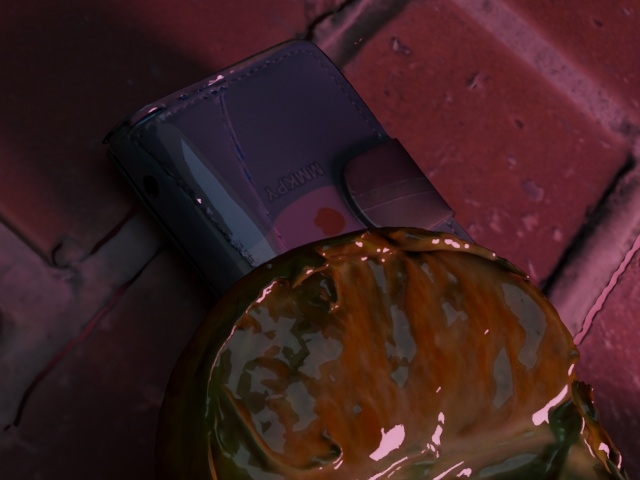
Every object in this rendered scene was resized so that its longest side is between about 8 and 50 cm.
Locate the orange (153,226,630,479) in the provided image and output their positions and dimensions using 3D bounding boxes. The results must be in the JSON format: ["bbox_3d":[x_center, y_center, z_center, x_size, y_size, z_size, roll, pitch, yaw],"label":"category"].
[{"bbox_3d":[0.053,0.167,1.046,0.262,0.196,0.334,-28,78,-18],"label":"orange"}]

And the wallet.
[{"bbox_3d":[0.000,0.000,1.229,0.176,0.075,0.250,-29,77,-39],"label":"wallet"}]
